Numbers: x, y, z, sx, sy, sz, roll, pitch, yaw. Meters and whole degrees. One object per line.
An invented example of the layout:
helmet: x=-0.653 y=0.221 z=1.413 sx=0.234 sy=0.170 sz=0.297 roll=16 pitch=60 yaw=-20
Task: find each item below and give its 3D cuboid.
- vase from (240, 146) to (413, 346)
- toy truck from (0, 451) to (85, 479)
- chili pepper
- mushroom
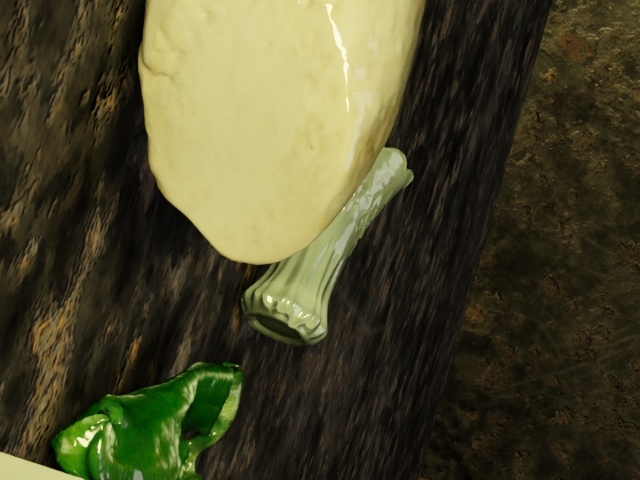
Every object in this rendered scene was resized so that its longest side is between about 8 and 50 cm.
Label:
vase: x=0.000 y=0.000 z=1.222 sx=0.081 sy=0.081 sz=0.148 roll=86 pitch=26 yaw=-64
toy truck: x=-0.150 y=0.212 z=0.636 sx=0.157 sy=0.124 sz=0.272 roll=-50 pitch=155 yaw=-66
chili pepper: x=-0.092 y=0.109 z=0.958 sx=0.216 sy=0.062 sz=0.108 roll=46 pitch=56 yaw=-78
mushroom: x=0.002 y=-0.160 z=0.813 sx=0.128 sy=0.128 sz=0.350 roll=76 pitch=31 yaw=-71
